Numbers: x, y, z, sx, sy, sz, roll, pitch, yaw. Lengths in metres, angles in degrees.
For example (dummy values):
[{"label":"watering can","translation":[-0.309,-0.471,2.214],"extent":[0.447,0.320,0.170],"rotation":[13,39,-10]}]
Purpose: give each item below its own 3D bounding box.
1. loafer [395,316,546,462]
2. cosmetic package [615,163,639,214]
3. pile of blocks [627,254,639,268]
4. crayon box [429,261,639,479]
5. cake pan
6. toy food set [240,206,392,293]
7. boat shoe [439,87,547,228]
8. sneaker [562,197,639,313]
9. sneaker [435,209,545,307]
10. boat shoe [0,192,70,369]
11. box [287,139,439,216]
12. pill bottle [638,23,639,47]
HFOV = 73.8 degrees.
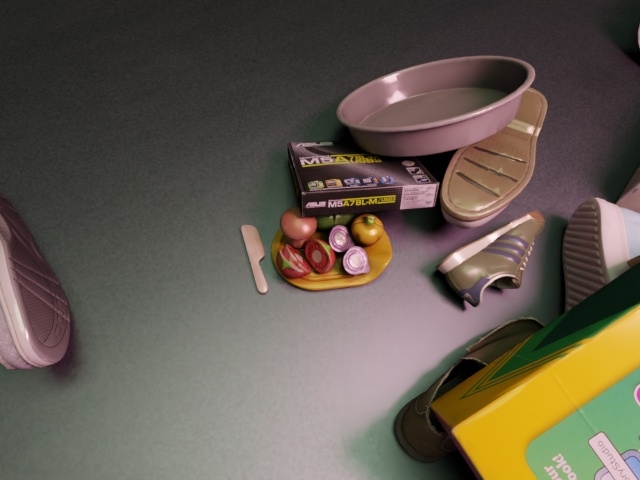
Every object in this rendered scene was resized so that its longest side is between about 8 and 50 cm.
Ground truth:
[{"label":"loafer","translation":[0.205,0.172,0.513],"extent":[0.251,0.087,0.094],"rotation":[-32,68,-21]},{"label":"cosmetic package","translation":[0.645,-0.160,0.710],"extent":[0.113,0.160,0.309],"rotation":[40,65,16]},{"label":"pile of blocks","translation":[0.536,0.092,0.467],"extent":[0.362,0.112,0.148],"rotation":[22,65,-7]},{"label":"crayon box","translation":[0.338,0.229,0.384],"extent":[0.313,0.106,0.362],"rotation":[-33,82,-1]},{"label":"cake pan","translation":[0.171,-0.213,0.665],"extent":[0.293,0.054,0.293],"rotation":[-13,34,9]},{"label":"toy food set","translation":[0.000,0.000,0.603],"extent":[0.218,0.071,0.128],"rotation":[-7,61,-9]},{"label":"boat shoe","translation":[0.273,-0.119,0.680],"extent":[0.113,0.103,0.302],"rotation":[31,62,16]},{"label":"sneaker","translation":[0.414,0.100,0.550],"extent":[0.150,0.135,0.365],"rotation":[16,61,8]},{"label":"sneaker","translation":[0.265,0.031,0.621],"extent":[0.192,0.064,0.086],"rotation":[-25,73,-18]},{"label":"boat shoe","translation":[-0.409,0.038,0.521],"extent":[0.103,0.118,0.320],"rotation":[-36,65,-16]},{"label":"box","translation":[0.053,-0.103,0.643],"extent":[0.191,0.045,0.184],"rotation":[-4,36,-8]},{"label":"pill bottle","translation":[0.866,-0.494,0.895],"extent":[0.363,0.210,0.210],"rotation":[-27,66,-20]}]
